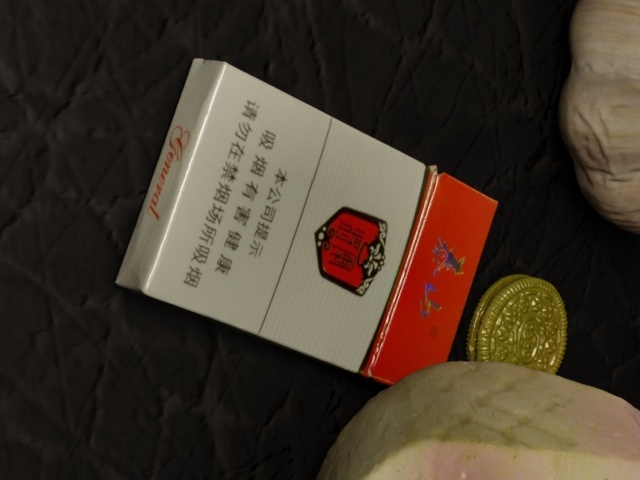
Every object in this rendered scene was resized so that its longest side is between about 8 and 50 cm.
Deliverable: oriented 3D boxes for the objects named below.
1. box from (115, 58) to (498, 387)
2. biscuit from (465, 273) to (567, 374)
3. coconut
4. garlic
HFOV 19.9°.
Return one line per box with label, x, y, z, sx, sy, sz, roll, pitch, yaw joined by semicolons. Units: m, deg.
box;0.000;0.000;1.069;0.245;0.035;0.139;25;81;-41
biscuit;0.129;0.064;1.204;0.084;0.023;0.084;-10;106;-39
coconut;0.101;0.193;1.077;0.259;0.259;0.259;-9;104;-40
garlic;0.256;-0.096;1.203;0.228;0.152;0.228;-2;93;-44
